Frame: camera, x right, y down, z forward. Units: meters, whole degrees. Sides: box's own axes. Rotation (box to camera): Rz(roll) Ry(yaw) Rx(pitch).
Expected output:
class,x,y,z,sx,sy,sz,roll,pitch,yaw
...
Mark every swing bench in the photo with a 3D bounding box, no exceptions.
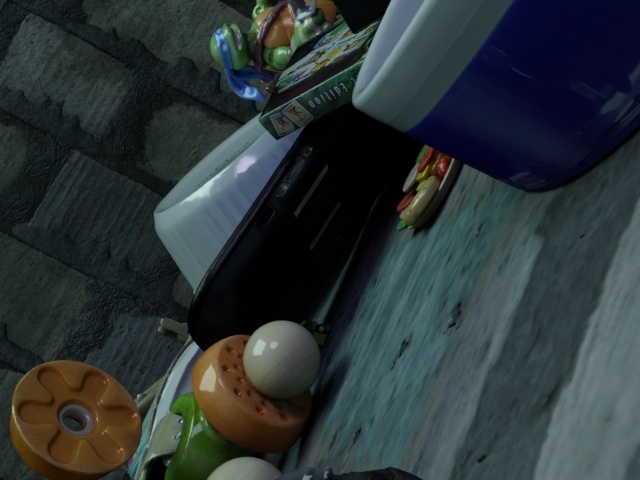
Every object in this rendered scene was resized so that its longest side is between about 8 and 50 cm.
class,x,y,z,sx,sy,sz,roll,pitch,yaw
swing bench,-0.248,0.269,1.340,0.255,0.165,0.253,-59,5,-13

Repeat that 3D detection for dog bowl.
class,x,y,z,sx,sy,sz,roll,pitch,yaw
dog bowl,0.122,-0.162,0.418,0.265,0.104,0.265,-62,7,13

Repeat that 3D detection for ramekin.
class,x,y,z,sx,sy,sz,roll,pitch,yaw
ramekin,-0.072,-0.053,0.973,0.272,0.127,0.273,-36,16,13

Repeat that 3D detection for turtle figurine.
class,x,y,z,sx,sy,sz,roll,pitch,yaw
turtle figurine,0.004,-0.293,0.946,0.198,0.266,0.275,-133,34,-62

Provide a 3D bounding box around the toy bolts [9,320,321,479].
class,x,y,z,sx,sy,sz,roll,pitch,yaw
toy bolts,-0.098,0.146,0.592,0.158,0.218,0.229,-52,29,30

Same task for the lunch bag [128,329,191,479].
class,x,y,z,sx,sy,sz,roll,pitch,yaw
lunch bag,-0.127,0.161,1.033,0.224,0.107,0.279,-58,8,36

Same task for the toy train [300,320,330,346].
class,x,y,z,sx,sy,sz,roll,pitch,yaw
toy train,-0.007,0.089,0.800,0.083,0.017,0.024,152,134,-78

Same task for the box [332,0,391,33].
class,x,y,z,sx,sy,sz,roll,pitch,yaw
box,0.107,-0.295,0.682,0.184,0.103,0.261,-25,23,33

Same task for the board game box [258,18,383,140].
class,x,y,z,sx,sy,sz,roll,pitch,yaw
board game box,0.072,-0.175,0.669,0.259,0.030,0.136,-23,27,31

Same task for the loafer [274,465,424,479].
class,x,y,z,sx,sy,sz,roll,pitch,yaw
loafer,-0.042,0.173,0.385,0.302,0.095,0.109,-55,11,50

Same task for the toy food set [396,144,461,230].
class,x,y,z,sx,sy,sz,roll,pitch,yaw
toy food set,0.080,-0.044,0.632,0.083,0.020,0.082,-64,7,-8

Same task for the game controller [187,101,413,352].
class,x,y,z,sx,sy,sz,roll,pitch,yaw
game controller,-0.011,-0.026,0.774,0.319,0.067,0.166,-58,-30,-17

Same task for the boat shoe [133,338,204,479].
class,x,y,z,sx,sy,sz,roll,pitch,yaw
boat shoe,-0.110,0.210,0.758,0.103,0.113,0.302,129,156,-55
